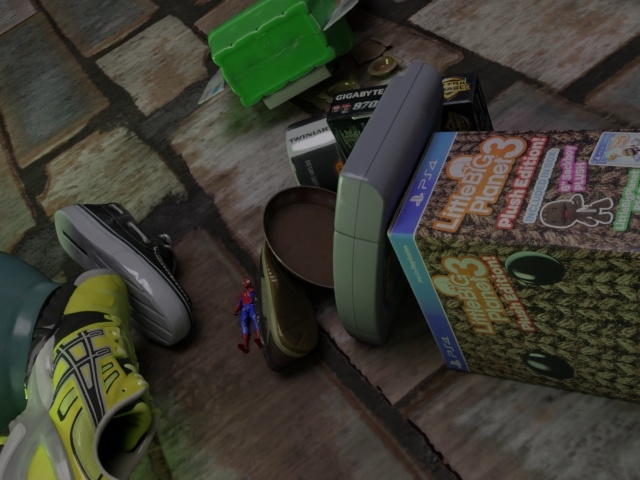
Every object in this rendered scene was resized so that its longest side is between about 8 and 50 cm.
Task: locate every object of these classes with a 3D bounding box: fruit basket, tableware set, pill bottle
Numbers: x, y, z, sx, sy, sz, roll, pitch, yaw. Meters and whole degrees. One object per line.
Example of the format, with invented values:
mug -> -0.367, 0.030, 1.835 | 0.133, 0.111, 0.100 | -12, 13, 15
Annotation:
fruit basket -> -0.055, -0.378, 1.324 | 0.327, 0.165, 0.353 | -26, 19, 18
tableware set -> 0.063, -0.306, 1.273 | 0.168, 0.020, 0.141 | -30, 42, -2
pill bottle -> 0.085, -0.140, 1.011 | 0.245, 0.130, 0.130 | -17, 43, 13

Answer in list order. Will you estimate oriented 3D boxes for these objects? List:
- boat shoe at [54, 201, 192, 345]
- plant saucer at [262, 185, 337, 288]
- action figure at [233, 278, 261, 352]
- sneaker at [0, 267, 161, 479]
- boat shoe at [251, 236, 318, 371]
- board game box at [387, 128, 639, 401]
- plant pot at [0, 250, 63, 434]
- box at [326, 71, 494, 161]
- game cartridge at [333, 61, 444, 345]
boat shoe -> -0.269, 0.022, 1.051 | 0.119, 0.121, 0.335 | -26, 47, -33
plant saucer -> 0.000, 0.000, 0.934 | 0.168, 0.029, 0.168 | 14, 46, -15
action figure -> -0.096, 0.094, 0.956 | 0.038, 0.030, 0.115 | -24, 39, 13
sneaker -> -0.249, 0.179, 0.814 | 0.147, 0.145, 0.385 | -10, 41, 4
boat shoe -> -0.055, 0.069, 0.920 | 0.073, 0.080, 0.223 | -48, 32, 28
board game box -> 0.248, 0.026, 0.681 | 0.291, 0.232, 0.141 | 4, 51, 33
plant pot -> -0.421, 0.141, 0.916 | 0.196, 0.293, 0.293 | 0, 46, 6
box -> 0.128, -0.097, 0.877 | 0.175, 0.220, 0.051 | -3, 52, 27
game cartridge -> 0.074, -0.017, 0.779 | 0.062, 0.297, 0.198 | 14, 56, 14
